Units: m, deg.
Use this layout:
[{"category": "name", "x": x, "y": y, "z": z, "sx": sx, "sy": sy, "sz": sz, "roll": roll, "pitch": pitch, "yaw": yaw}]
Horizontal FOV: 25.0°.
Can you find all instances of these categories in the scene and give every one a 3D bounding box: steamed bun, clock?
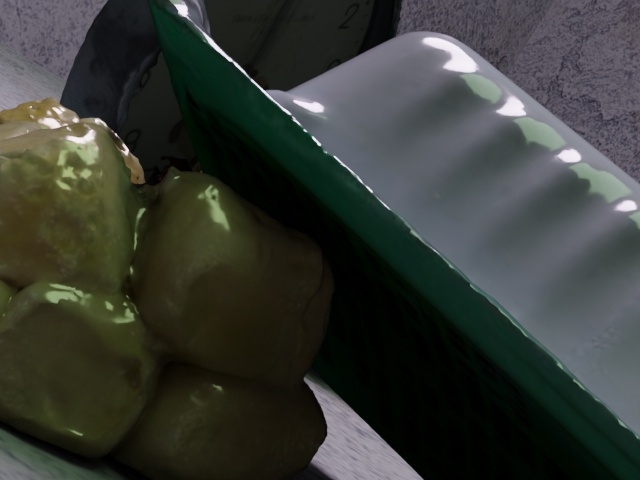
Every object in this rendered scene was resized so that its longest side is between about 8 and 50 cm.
[{"category": "steamed bun", "x": -0.070, "y": 0.014, "z": 0.556, "sx": 0.192, "sy": 0.106, "sz": 0.177, "roll": 33, "pitch": 4, "yaw": -13}, {"category": "clock", "x": -0.062, "y": -0.128, "z": 1.113, "sx": 0.061, "sy": 0.312, "sz": 0.312, "roll": 42, "pitch": 7, "yaw": 24}]

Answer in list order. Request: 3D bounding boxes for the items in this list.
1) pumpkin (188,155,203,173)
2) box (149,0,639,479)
[{"category": "pumpkin", "x": 0.000, "y": 0.000, "z": 1.055, "sx": 0.224, "sy": 0.157, "sz": 0.223, "roll": 23, "pitch": -5, "yaw": 2}, {"category": "box", "x": 0.087, "y": 0.041, "z": 0.576, "sx": 0.337, "sy": 0.106, "sz": 0.264, "roll": 43, "pitch": -15, "yaw": 26}]
